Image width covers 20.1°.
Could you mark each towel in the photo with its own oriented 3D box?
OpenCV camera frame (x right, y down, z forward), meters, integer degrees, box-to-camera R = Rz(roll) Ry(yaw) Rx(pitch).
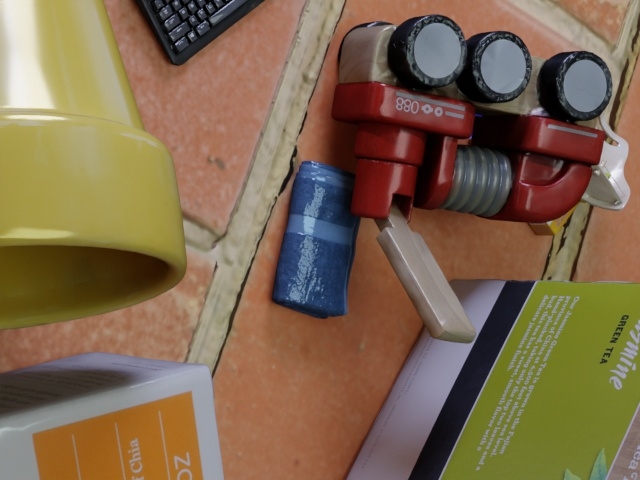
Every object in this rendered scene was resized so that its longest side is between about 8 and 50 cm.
[{"bbox_3d":[0.000,0.000,1.444,0.067,0.029,0.119,17,80,-35],"label":"towel"}]

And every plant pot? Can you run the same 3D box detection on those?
[{"bbox_3d":[-0.221,-0.080,1.157,0.254,0.254,0.239,4,74,-37],"label":"plant pot"}]

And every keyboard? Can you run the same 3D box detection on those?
[{"bbox_3d":[-0.074,-0.225,1.390,0.180,0.023,0.108,-42,114,-30],"label":"keyboard"}]

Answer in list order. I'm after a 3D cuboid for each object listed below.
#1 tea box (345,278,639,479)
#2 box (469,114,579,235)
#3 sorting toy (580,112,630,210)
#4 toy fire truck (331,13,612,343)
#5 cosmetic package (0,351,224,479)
[{"bbox_3d":[0.260,0.209,1.460,0.329,0.323,0.220,41,67,-31],"label":"tea box"},{"bbox_3d":[0.185,-0.079,1.585,0.081,0.028,0.136,-52,121,-25],"label":"box"},{"bbox_3d":[0.244,-0.079,1.589,0.083,0.045,0.075,53,53,-25],"label":"sorting toy"},{"bbox_3d":[0.119,-0.043,1.443,0.217,0.158,0.246,10,89,-28],"label":"toy fire truck"},{"bbox_3d":[-0.280,0.229,1.154,0.453,0.161,0.230,-13,98,-36],"label":"cosmetic package"}]
